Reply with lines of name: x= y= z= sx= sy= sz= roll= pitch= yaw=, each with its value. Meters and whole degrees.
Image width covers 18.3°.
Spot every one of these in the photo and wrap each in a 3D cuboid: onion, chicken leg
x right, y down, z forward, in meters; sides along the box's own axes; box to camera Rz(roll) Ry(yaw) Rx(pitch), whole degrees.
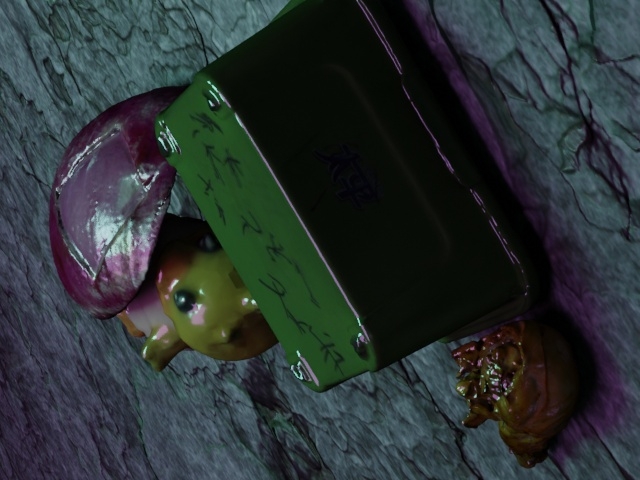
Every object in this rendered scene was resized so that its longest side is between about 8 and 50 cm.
onion: x=-0.222 y=-0.055 z=2.093 sx=0.111 sy=0.250 sz=0.247 roll=20 pitch=165 yaw=-14
chicken leg: x=0.165 y=0.138 z=1.676 sx=0.207 sy=0.101 sz=0.085 roll=82 pitch=-177 yaw=-61

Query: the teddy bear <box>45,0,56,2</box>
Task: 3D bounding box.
teddy bear: x=-0.210 y=-0.301 z=1.939 sx=0.213 sy=0.111 sz=0.133 roll=-34 pitch=42 yaw=44

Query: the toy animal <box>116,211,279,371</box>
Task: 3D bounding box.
toy animal: x=-0.115 y=0.055 z=2.115 sx=0.169 sy=0.195 sz=0.281 roll=24 pitch=171 yaw=-16

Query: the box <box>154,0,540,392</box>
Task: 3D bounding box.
box: x=0.009 y=-0.038 z=1.678 sx=0.328 sy=0.178 sz=0.253 roll=60 pitch=161 yaw=2
